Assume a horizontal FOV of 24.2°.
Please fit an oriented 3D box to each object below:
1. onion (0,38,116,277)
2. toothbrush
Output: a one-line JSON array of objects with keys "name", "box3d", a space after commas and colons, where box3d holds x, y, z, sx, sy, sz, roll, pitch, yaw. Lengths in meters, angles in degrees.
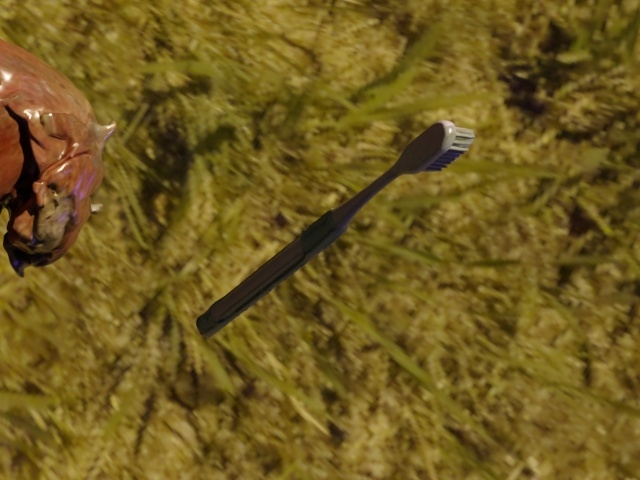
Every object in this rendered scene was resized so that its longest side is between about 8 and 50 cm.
[{"name": "onion", "box3d": [-0.314, -0.034, 0.744, 0.354, 0.354, 0.353, -8, 109, -24]}, {"name": "toothbrush", "box3d": [0.000, 0.000, 0.533, 0.014, 0.167, 0.011, 6, 61, -34]}]
